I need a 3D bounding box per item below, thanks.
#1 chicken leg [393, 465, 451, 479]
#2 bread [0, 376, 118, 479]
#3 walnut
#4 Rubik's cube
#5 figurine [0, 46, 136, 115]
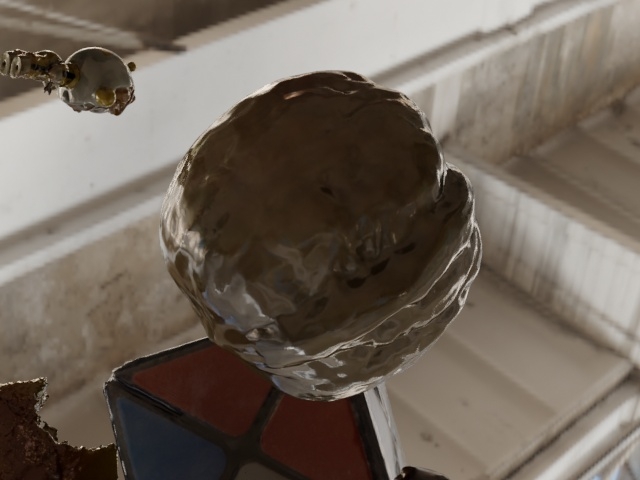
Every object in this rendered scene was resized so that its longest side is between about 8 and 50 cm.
[{"bbox_3d":[0.170,0.222,0.646,0.322,0.177,0.083,15,-124,47],"label":"chicken leg"},{"bbox_3d":[-0.322,0.350,1.448,0.185,0.109,0.381,-3,-111,-10],"label":"bread"},{"bbox_3d":[-0.001,-0.001,0.928,0.248,0.248,0.248,3,-144,-2],"label":"walnut"},{"bbox_3d":[-0.047,0.270,1.472,0.306,0.310,0.305,-20,-112,5],"label":"Rubik's cube"},{"bbox_3d":[-0.249,-0.163,1.208,0.143,0.068,0.101,11,-172,-26],"label":"figurine"}]
